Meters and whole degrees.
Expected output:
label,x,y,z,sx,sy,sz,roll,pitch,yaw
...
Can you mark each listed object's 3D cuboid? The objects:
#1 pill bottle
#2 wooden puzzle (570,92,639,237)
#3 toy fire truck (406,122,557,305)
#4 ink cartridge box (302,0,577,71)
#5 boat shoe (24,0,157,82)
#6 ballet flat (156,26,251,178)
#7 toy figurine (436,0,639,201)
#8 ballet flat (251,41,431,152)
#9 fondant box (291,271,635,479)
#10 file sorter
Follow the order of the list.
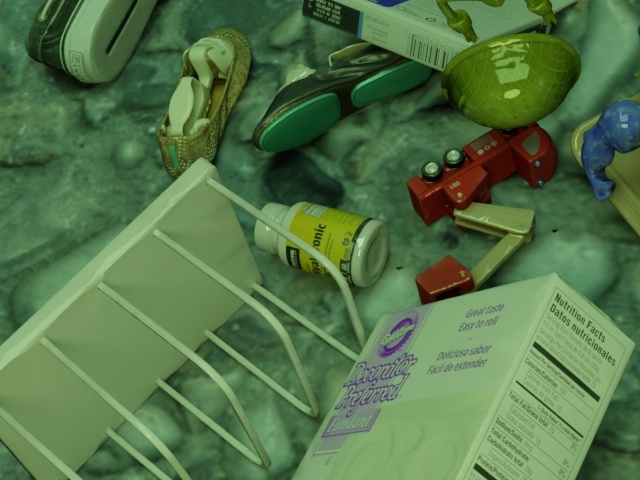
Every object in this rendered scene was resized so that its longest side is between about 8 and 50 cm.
label,x,y,z,sx,sy,sz,roll,pitch,yaw
pill bottle,0.000,0.000,1.299,0.116,0.065,0.065,15,60,26
wooden puzzle,0.375,-0.056,1.250,0.221,0.044,0.238,-28,57,-5
toy fire truck,0.151,-0.026,1.286,0.192,0.047,0.135,-31,53,-8
ink cartridge box,0.122,-0.236,1.423,0.206,0.045,0.208,26,35,30
boat shoe,-0.225,-0.330,1.566,0.119,0.121,0.335,17,63,21
ballet flat,-0.120,-0.159,1.447,0.073,0.067,0.206,-1,54,17
toy figurine,0.285,-0.107,1.172,0.363,0.191,0.217,-9,62,9
ballet flat,0.013,-0.154,1.404,0.203,0.074,0.074,-26,52,-11
fondant box,0.067,0.195,1.039,0.238,0.096,0.330,-19,34,58
file sorter,-0.117,0.115,1.173,0.173,0.193,0.278,35,70,30
